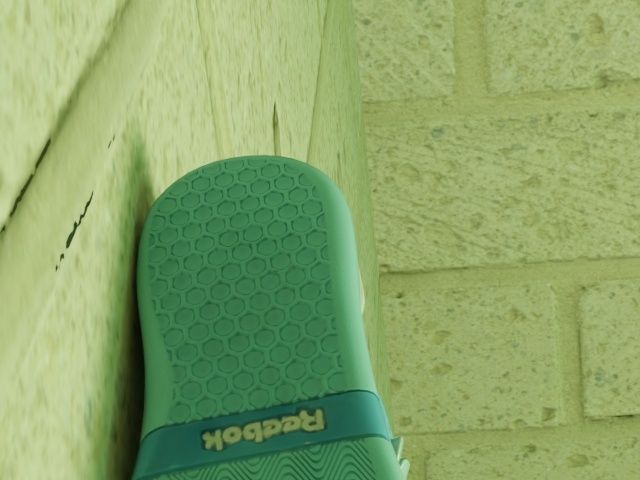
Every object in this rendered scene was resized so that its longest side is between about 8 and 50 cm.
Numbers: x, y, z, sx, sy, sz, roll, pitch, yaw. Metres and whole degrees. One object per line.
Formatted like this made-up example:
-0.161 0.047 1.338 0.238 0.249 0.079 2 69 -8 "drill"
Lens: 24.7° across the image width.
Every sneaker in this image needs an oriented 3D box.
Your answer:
-0.012 0.140 0.651 0.208 0.127 0.319 78 10 -50 "sneaker"
